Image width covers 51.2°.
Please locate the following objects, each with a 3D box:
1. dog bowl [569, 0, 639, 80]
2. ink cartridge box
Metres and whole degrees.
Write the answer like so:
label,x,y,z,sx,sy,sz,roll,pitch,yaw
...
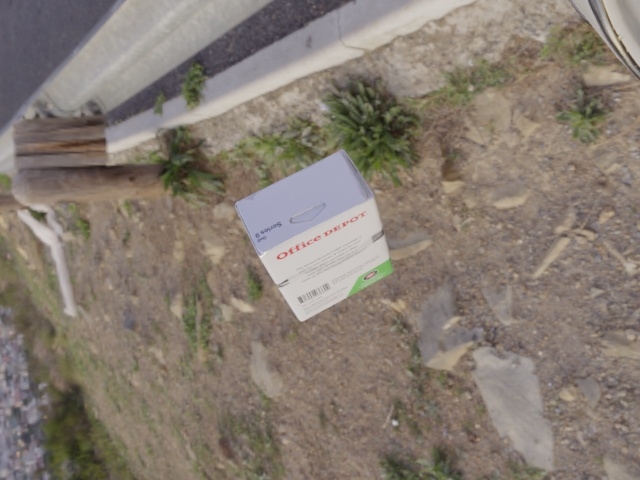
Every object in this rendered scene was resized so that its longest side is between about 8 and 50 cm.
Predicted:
label,x,y,z,sx,sy,sz,roll,pitch,yaw
dog bowl,0.328,-0.293,0.455,0.150,0.408,0.408,-111,33,-58
ink cartridge box,0.000,0.000,1.188,0.121,0.211,0.289,61,176,30
